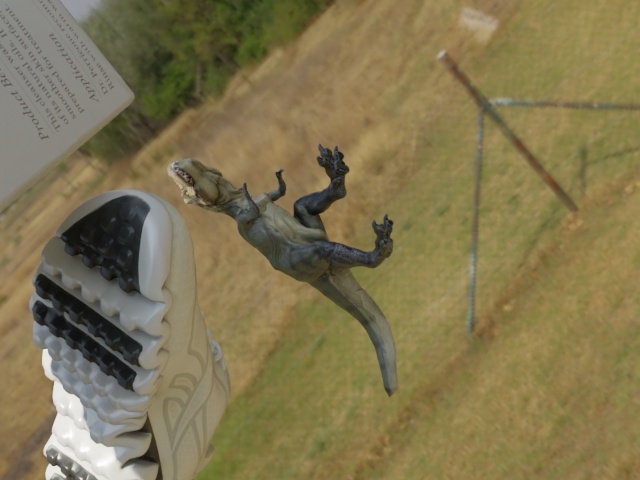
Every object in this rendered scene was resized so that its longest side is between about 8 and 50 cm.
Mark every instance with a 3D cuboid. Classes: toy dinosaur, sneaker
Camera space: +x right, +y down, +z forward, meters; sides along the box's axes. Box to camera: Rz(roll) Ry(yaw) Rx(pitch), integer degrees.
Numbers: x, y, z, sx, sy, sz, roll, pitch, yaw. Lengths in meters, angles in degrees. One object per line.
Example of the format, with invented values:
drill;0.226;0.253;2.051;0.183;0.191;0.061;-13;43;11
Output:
toy dinosaur;0.000;0.000;0.810;0.118;0.268;0.064;-47;-1;31
sneaker;-0.113;0.079;0.636;0.118;0.110;0.292;-31;-34;-40

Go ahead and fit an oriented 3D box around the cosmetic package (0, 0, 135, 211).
cosmetic package;-0.270;-0.041;0.415;0.156;0.217;0.385;-29;14;30
